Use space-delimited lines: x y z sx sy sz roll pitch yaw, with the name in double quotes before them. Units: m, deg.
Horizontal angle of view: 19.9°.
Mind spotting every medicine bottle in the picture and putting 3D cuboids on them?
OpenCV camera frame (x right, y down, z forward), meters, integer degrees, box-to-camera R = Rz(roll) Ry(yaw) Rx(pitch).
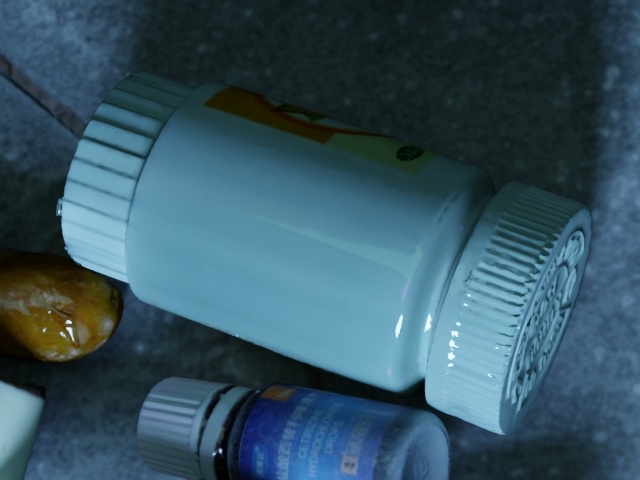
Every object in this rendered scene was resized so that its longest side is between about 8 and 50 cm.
"medicine bottle" -0.020 0.134 1.179 0.203 0.083 0.083 6 77 32
"medicine bottle" 0.000 0.000 1.184 0.318 0.158 0.158 19 81 17

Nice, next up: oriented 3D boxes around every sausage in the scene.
"sausage" -0.275 0.005 1.293 0.302 0.076 0.103 32 88 19

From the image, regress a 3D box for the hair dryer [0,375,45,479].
"hair dryer" -0.168 0.196 1.163 0.362 0.128 0.203 10 78 29
